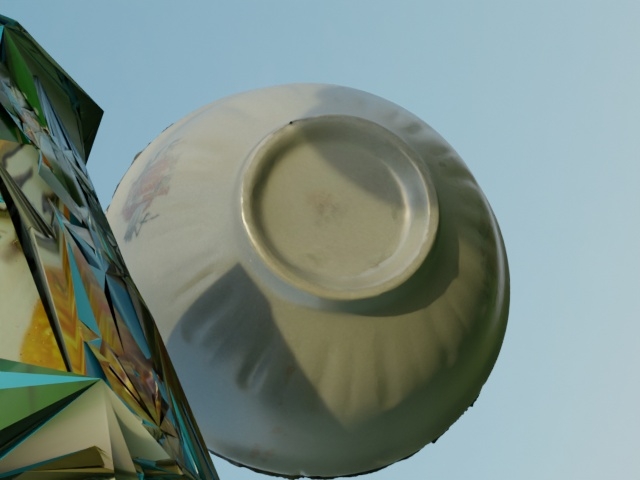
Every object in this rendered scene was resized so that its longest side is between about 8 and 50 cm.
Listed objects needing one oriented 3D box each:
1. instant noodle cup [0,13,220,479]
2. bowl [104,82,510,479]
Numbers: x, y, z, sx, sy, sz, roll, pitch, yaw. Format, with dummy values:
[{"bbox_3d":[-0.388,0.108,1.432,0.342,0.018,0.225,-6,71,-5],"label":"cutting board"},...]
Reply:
[{"bbox_3d":[-0.140,0.063,0.469,0.240,0.178,0.240,-26,-32,-17],"label":"instant noodle cup"},{"bbox_3d":[0.000,0.000,0.670,0.086,0.189,0.189,113,-178,-66],"label":"bowl"}]
